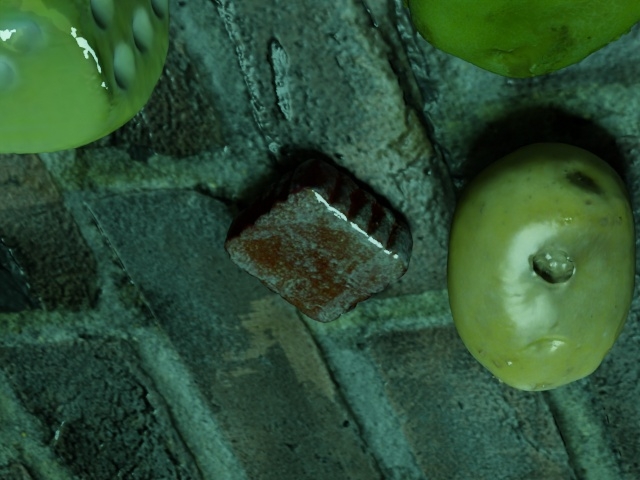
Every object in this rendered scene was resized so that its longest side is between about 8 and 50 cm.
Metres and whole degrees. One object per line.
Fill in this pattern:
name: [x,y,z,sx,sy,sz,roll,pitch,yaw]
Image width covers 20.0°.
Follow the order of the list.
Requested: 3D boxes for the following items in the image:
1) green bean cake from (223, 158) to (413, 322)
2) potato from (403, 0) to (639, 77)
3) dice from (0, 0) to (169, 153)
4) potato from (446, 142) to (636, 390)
green bean cake: [0.000,0.000,1.628,0.135,0.056,0.136,39,131,-19]
potato: [0.166,-0.216,1.310,0.186,0.148,0.253,27,135,-7]
dice: [-0.227,-0.180,1.443,0.169,0.169,0.166,-2,133,18]
potato: [0.182,0.020,1.538,0.150,0.146,0.234,-18,125,-28]
